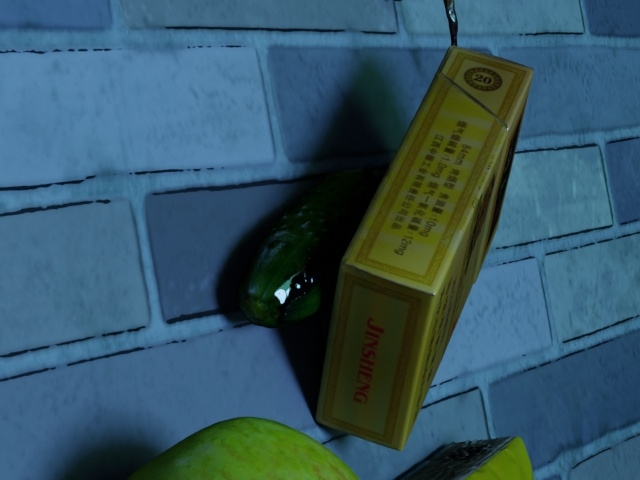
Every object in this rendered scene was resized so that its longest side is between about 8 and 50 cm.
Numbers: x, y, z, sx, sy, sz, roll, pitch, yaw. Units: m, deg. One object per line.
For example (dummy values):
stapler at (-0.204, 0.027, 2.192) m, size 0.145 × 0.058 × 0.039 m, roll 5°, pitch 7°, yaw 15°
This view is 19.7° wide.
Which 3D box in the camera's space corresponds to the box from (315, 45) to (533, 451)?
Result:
box at (0.082, 0.000, 1.404) m, size 0.274 × 0.076 × 0.174 m, roll -62°, pitch 167°, yaw -45°

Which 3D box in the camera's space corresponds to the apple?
apple at (-0.048, 0.202, 1.114) m, size 0.196 × 0.196 × 0.196 m, roll 22°, pitch 63°, yaw -54°

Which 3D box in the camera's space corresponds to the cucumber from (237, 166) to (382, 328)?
cucumber at (0.000, 0.000, 1.363) m, size 0.227 × 0.069 × 0.069 m, roll -50°, pitch 124°, yaw -56°

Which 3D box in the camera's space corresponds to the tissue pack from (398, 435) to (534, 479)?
tissue pack at (0.112, 0.235, 1.454) m, size 0.169 × 0.082 × 0.120 m, roll -24°, pitch 103°, yaw -58°

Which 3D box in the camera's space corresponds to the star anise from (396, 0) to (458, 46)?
star anise at (0.087, -0.235, 1.562) m, size 0.097 × 0.070 × 0.191 m, roll -29°, pitch 109°, yaw -59°
